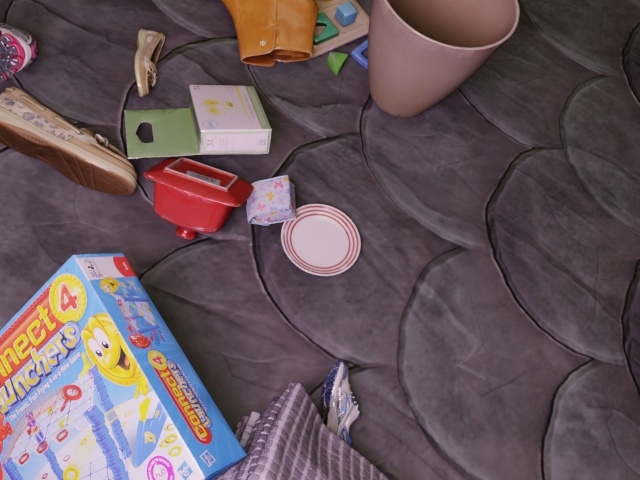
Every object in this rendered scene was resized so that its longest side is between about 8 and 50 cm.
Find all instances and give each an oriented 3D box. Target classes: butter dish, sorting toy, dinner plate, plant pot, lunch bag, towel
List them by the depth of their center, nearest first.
[{"bbox_3d":[-0.009,0.328,0.838,0.235,0.121,0.283,40,16,-5],"label":"towel"},{"bbox_3d":[-0.206,-0.058,1.100,0.160,0.118,0.160,19,16,-2],"label":"butter dish"},{"bbox_3d":[-0.087,-0.067,1.164,0.083,0.053,0.071,-11,62,11],"label":"lunch bag"},{"bbox_3d":[0.000,0.000,1.172,0.141,0.017,0.141,6,63,-12],"label":"dinner plate"},{"bbox_3d":[0.188,-0.362,1.260,0.257,0.274,0.256,6,62,-12],"label":"plant pot"},{"bbox_3d":[0.004,-0.486,1.409,0.196,0.047,0.347,-28,73,-25],"label":"sorting toy"}]

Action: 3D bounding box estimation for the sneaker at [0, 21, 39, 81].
[{"bbox_3d":[-0.631,-0.324,1.140,0.299,0.120,0.112,9,25,2],"label":"sneaker"}]

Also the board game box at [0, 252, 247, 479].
[{"bbox_3d":[-0.292,0.225,0.830,0.302,0.308,0.086,54,20,16],"label":"board game box"}]

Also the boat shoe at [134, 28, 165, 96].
[{"bbox_3d":[-0.315,-0.329,1.244,0.048,0.056,0.153,1,55,-9],"label":"boat shoe"}]

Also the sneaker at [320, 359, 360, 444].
[{"bbox_3d":[0.032,0.253,1.035,0.058,0.052,0.135,16,67,-17],"label":"sneaker"}]

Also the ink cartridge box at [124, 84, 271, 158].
[{"bbox_3d":[-0.217,-0.210,1.171,0.235,0.056,0.171,-3,39,-17],"label":"ink cartridge box"}]

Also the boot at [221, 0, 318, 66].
[{"bbox_3d":[-0.153,-0.452,1.327,0.295,0.104,0.211,4,77,4],"label":"boot"}]

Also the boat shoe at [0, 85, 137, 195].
[{"bbox_3d":[-0.418,-0.168,1.103,0.285,0.104,0.089,27,63,2],"label":"boat shoe"}]
